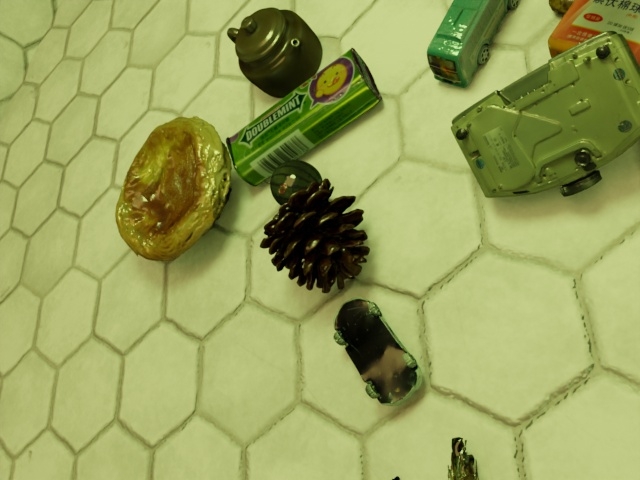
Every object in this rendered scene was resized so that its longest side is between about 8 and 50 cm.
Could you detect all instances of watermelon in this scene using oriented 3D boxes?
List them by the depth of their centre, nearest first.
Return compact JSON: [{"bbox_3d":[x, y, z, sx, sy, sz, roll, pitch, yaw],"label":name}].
[{"bbox_3d":[-0.061,-0.113,1.174,0.133,0.105,0.105,11,77,17],"label":"watermelon"}]

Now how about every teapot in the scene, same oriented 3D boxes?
[{"bbox_3d":[-0.123,-0.451,1.324,0.268,0.175,0.185,25,84,39],"label":"teapot"}]

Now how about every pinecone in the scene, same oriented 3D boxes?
[{"bbox_3d":[0.000,0.000,1.046,0.208,0.208,0.207,-14,63,30],"label":"pinecone"}]

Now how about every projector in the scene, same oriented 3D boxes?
[{"bbox_3d":[0.348,-0.163,0.866,0.270,0.088,0.193,-27,91,39],"label":"projector"}]

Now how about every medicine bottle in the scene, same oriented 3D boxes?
[{"bbox_3d":[0.480,-0.351,0.891,0.149,0.112,0.222,36,94,37],"label":"medicine bottle"}]

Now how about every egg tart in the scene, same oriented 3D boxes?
[{"bbox_3d":[-0.326,-0.114,1.341,0.352,0.150,0.351,-10,71,32],"label":"egg tart"}]

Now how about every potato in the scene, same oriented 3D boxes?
[{"bbox_3d":[0.435,-0.415,0.997,0.083,0.040,0.051,26,92,41],"label":"potato"}]

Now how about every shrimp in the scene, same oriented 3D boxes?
[{"bbox_3d":[0.165,0.393,0.845,0.150,0.051,0.217,-1,74,43],"label":"shrimp"}]

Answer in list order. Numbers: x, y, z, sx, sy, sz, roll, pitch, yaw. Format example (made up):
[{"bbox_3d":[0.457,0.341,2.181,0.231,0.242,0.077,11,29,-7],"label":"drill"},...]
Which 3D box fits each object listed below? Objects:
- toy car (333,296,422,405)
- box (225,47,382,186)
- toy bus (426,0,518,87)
[{"bbox_3d":[0.093,0.183,0.977,0.095,0.056,0.204,-44,49,12],"label":"toy car"},{"bbox_3d":[-0.044,-0.258,1.234,0.346,0.097,0.134,-31,54,22],"label":"box"},{"bbox_3d":[0.289,-0.419,1.064,0.091,0.109,0.261,26,88,33],"label":"toy bus"}]
